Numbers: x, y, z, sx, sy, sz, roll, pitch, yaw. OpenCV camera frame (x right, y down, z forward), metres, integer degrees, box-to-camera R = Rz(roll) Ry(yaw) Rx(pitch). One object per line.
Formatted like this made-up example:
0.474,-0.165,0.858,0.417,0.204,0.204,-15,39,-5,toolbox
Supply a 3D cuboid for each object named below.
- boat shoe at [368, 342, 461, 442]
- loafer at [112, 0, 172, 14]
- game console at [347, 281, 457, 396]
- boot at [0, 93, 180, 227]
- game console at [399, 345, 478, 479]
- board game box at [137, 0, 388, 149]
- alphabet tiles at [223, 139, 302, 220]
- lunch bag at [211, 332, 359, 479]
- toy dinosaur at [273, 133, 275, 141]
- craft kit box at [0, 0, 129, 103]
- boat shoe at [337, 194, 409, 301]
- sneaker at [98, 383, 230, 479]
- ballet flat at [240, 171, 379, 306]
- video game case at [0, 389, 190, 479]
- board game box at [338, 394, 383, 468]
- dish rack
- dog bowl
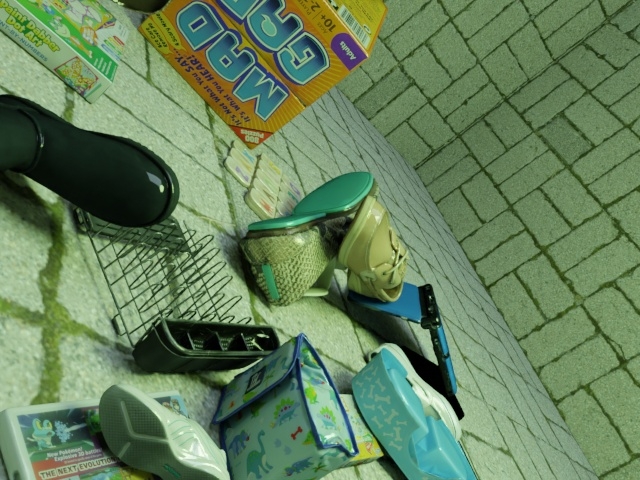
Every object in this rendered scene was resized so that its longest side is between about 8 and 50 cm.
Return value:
0.165,0.295,1.142,0.226,0.083,0.076,48,26,25,boat shoe
-0.384,-0.467,0.986,0.366,0.134,0.130,21,45,-51,loafer
0.181,0.190,1.345,0.293,0.173,0.250,-51,126,-77,game console
-0.283,-0.072,0.578,0.246,0.094,0.207,28,15,6,boot
0.261,0.387,1.237,0.213,0.044,0.361,34,26,-46,game console
-0.109,-0.505,1.387,0.356,0.356,0.356,46,33,-19,board game box
-0.095,-0.097,1.314,0.278,0.021,0.284,47,18,-19,alphabet tiles
-0.047,0.195,0.682,0.096,0.129,0.151,36,24,-43,lunch bag
-0.161,-0.374,1.616,0.112,0.064,0.211,35,25,-47,toy dinosaur
-0.421,-0.358,0.942,0.247,0.061,0.250,38,22,-32,craft kit box
0.110,0.025,1.104,0.110,0.121,0.341,25,-15,15,boat shoe
-0.138,0.179,0.545,0.152,0.054,0.061,52,8,-21,sneaker
0.000,0.000,1.158,0.483,0.164,0.182,-39,122,-63,ballet flat
-0.161,0.220,0.522,0.201,0.023,0.183,16,40,-61,video game case
0.026,0.275,0.882,0.154,0.026,0.103,24,33,-57,board game box
-0.179,0.039,0.744,0.208,0.074,0.271,21,35,-61,dish rack
0.154,0.316,1.003,0.297,0.074,0.166,55,10,-12,dog bowl
